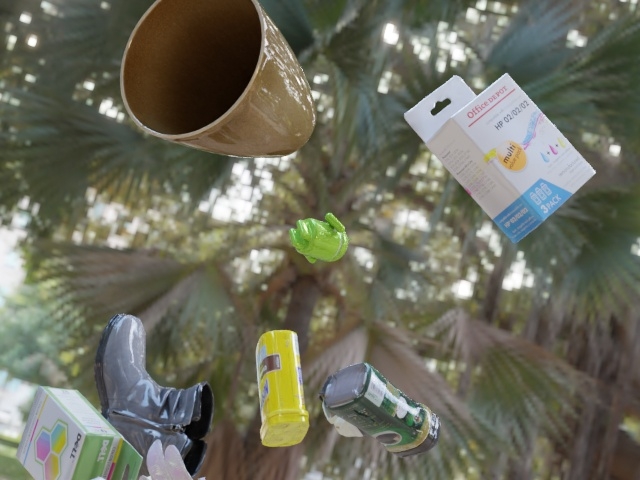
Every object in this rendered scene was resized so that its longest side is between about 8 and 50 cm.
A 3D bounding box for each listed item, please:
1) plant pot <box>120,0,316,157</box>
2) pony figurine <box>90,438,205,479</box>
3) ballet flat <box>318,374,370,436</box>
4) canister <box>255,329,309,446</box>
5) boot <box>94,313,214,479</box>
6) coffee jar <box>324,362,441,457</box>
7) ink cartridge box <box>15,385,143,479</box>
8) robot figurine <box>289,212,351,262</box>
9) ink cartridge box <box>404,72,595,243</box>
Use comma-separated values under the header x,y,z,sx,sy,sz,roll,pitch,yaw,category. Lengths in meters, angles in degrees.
x,y,z,sx,sy,sz,roll,pitch,yaw,category
-0.117,-0.213,1.754,0.237,0.237,0.254,8,-13,32,plant pot
-0.142,0.421,1.342,0.351,0.363,0.303,43,-25,-9,pony figurine
0.048,0.294,2.070,0.074,0.074,0.203,21,9,-28,ballet flat
-0.069,0.254,2.097,0.073,0.170,0.126,-1,-28,-12,canister
-0.284,0.273,2.150,0.223,0.338,0.118,-14,-31,24,boot
0.100,0.268,1.902,0.096,0.079,0.184,-23,-50,41,coffee jar
-0.321,0.284,1.607,0.062,0.109,0.209,13,11,-40,ink cartridge box
0.000,0.000,2.182,0.115,0.067,0.101,16,-52,-35,robot figurine
0.188,-0.101,1.287,0.181,0.104,0.061,48,-33,4,ink cartridge box
